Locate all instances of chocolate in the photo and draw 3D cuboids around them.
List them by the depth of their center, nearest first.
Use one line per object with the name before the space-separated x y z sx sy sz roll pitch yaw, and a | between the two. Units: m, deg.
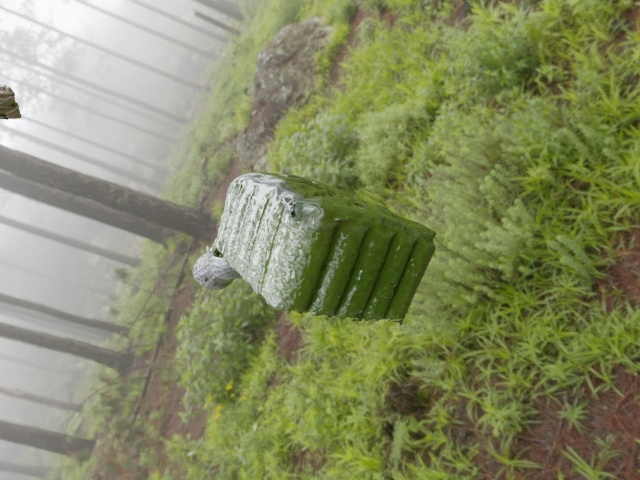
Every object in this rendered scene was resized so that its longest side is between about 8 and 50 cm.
chocolate | -0.227 0.054 1.202 0.248 0.110 0.110 -28 40 47

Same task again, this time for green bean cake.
green bean cake | 0.000 0.000 0.725 0.250 0.247 0.156 35 110 53

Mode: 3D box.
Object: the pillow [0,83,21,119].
pillow | -0.661 -0.262 0.988 0.233 0.126 0.043 6 115 62
